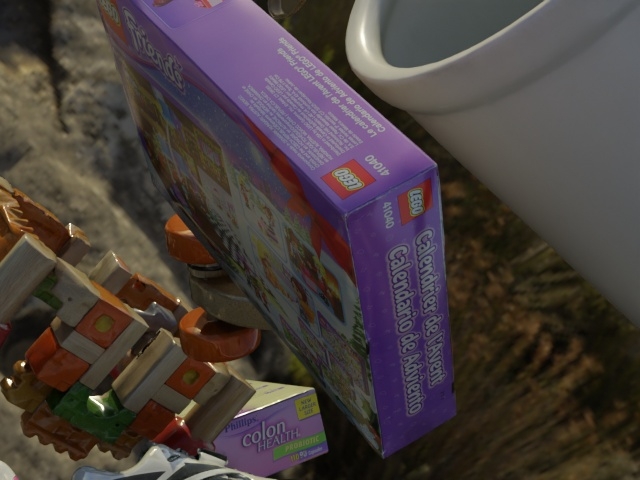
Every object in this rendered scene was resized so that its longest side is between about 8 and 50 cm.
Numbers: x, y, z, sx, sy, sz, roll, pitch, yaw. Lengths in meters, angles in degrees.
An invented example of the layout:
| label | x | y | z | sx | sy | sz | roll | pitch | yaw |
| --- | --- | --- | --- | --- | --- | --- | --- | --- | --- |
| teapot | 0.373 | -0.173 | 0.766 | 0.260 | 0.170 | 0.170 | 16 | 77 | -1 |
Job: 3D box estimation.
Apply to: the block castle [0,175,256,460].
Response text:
| label | x | y | z | sx | sy | sz | roll | pitch | yaw |
| --- | --- | --- | --- | --- | --- | --- | --- | --- | --- |
| block castle | -0.330 | 0.136 | 1.694 | 0.453 | 0.213 | 0.303 | 39 | 3 | -37 |

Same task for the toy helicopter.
| label | x | y | z | sx | sy | sz | roll | pitch | yaw |
| --- | --- | --- | --- | --- | --- | --- | --- | --- | --- |
| toy helicopter | 0.000 | 0.000 | 1.323 | 0.355 | 0.235 | 0.140 | -54 | 143 | -62 |

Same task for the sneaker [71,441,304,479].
| label | x | y | z | sx | sy | sz | roll | pitch | yaw |
| --- | --- | --- | --- | --- | --- | --- | --- | --- | --- |
| sneaker | -0.156 | 0.307 | 1.558 | 0.330 | 0.122 | 0.146 | 1 | 48 | -39 |

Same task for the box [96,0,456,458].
| label | x | y | z | sx | sy | sz | roll | pitch | yaw |
| --- | --- | --- | --- | --- | --- | --- | --- | --- | --- |
| box | -0.032 | -0.037 | 0.730 | 0.057 | 0.201 | 0.293 | -29 | 49 | -17 |

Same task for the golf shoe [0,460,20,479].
| label | x | y | z | sx | sy | sz | roll | pitch | yaw |
| --- | --- | --- | --- | --- | --- | --- | --- | --- | --- |
| golf shoe | -0.482 | 0.401 | 1.870 | 0.086 | 0.067 | 0.186 | 65 | 3 | -53 |

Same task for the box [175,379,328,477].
| label | x | y | z | sx | sy | sz | roll | pitch | yaw |
| --- | --- | --- | --- | --- | --- | --- | --- | --- | --- |
| box | -0.147 | 0.335 | 2.179 | 0.214 | 0.243 | 0.117 | -16 | 96 | -33 |

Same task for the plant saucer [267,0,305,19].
| label | x | y | z | sx | sy | sz | roll | pitch | yaw |
| --- | --- | --- | --- | --- | --- | --- | --- | --- | --- |
| plant saucer | -0.033 | -0.304 | 1.510 | 0.015 | 0.083 | 0.083 | 18 | 46 | -34 |

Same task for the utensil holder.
| label | x | y | z | sx | sy | sz | roll | pitch | yaw |
| --- | --- | --- | --- | --- | --- | --- | --- | --- | --- |
| utensil holder | 0.266 | -0.116 | 0.895 | 0.385 | 0.327 | 0.327 | 40 | 35 | -24 |
